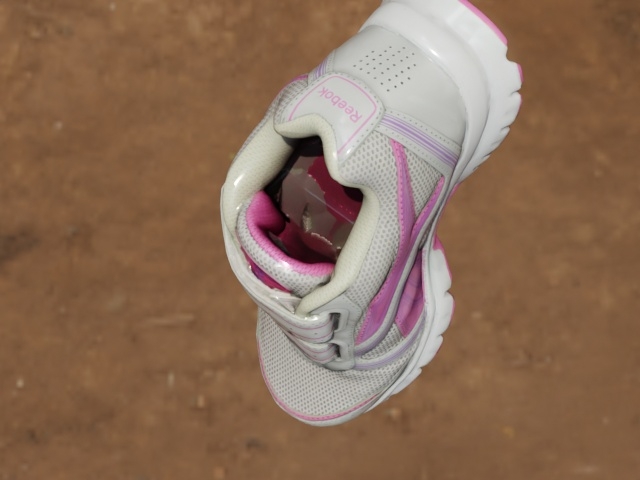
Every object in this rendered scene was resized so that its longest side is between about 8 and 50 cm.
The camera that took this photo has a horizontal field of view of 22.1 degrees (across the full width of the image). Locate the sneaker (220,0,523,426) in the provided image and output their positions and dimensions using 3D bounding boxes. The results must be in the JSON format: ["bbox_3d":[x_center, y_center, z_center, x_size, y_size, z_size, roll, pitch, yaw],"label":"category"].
[{"bbox_3d":[0.000,0.000,0.748,0.111,0.103,0.252,-30,147,-36],"label":"sneaker"}]
